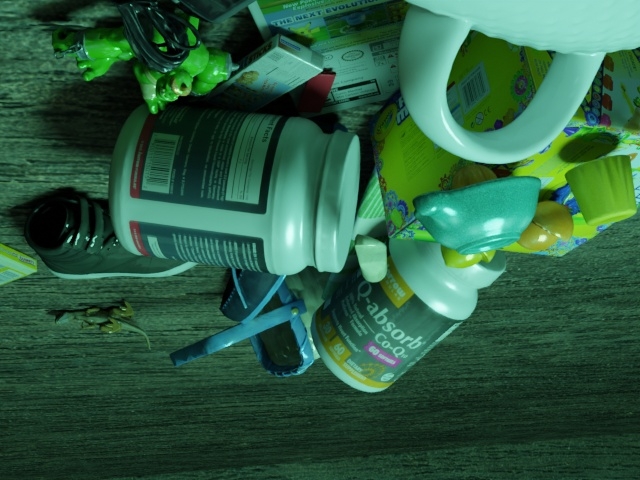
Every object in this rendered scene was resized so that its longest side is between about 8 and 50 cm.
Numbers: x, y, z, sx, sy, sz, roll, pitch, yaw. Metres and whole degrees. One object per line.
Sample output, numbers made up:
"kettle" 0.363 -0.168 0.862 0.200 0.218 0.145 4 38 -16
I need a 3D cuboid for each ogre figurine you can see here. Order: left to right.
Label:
"ogre figurine" -0.179 -0.198 1.048 0.118 0.097 0.197 -7 147 42

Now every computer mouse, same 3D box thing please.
"computer mouse" -0.092 -0.284 0.895 0.272 0.072 0.188 -19 128 20

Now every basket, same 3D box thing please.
"basket" -0.095 0.135 1.610 0.289 0.201 0.255 -26 -179 -28

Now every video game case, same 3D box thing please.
"video game case" 0.099 -0.257 1.075 0.329 0.036 0.300 -12 156 8

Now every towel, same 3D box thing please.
"towel" 0.147 -0.038 1.434 0.248 0.038 0.325 -12 146 -26

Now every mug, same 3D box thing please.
"mug" 0.180 -0.242 0.769 0.328 0.374 0.276 9 -165 -45

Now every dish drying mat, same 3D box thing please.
"dish drying mat" -0.005 -0.178 1.159 0.032 0.008 0.083 0 156 -15

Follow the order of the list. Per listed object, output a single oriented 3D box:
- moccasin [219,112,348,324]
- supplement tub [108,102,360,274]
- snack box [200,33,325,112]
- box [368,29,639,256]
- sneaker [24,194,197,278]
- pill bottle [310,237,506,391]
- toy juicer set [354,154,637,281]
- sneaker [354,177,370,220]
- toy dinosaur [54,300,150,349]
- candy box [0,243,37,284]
"moccasin" -0.077 -0.037 1.349 0.117 0.138 0.342 22 116 -13
"supplement tub" -0.099 -0.061 1.167 0.272 0.191 0.191 8 157 8
"snack box" -0.070 -0.187 1.120 0.064 0.022 0.178 20 158 -30
"box" 0.257 -0.125 1.154 0.279 0.177 0.290 7 151 -29
"sneaker" -0.286 -0.011 1.388 0.295 0.104 0.147 -8 161 9
"pill bottle" 0.125 0.082 1.401 0.162 0.162 0.278 15 129 -41
"toy juicer set" 0.153 -0.026 1.035 0.329 0.089 0.209 -10 169 -18
"sneaker" 0.000 0.000 1.522 0.282 0.099 0.153 -17 153 10
"toy dinosaur" -0.379 0.149 1.781 0.211 0.064 0.112 19 162 -31
"candy box" -0.564 0.055 1.531 0.206 0.027 0.105 -19 151 19
